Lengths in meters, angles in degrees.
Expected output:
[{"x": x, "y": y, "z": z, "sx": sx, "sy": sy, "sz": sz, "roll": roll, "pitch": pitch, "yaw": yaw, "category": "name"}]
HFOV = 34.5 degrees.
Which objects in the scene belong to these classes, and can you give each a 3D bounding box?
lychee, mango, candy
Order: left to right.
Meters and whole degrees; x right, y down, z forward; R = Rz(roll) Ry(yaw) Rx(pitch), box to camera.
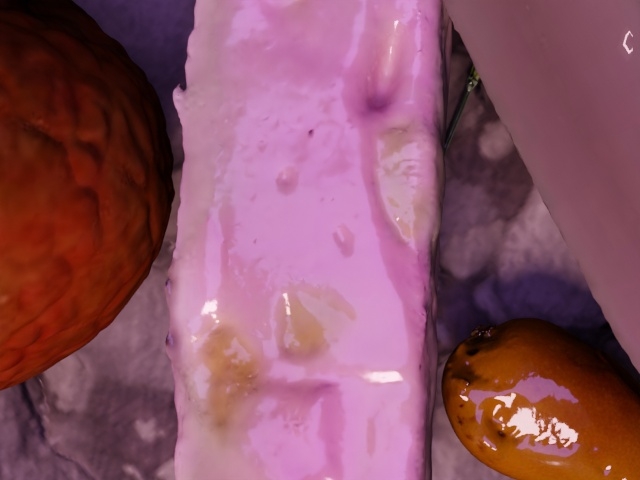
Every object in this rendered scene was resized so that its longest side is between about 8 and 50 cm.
[{"x": -0.186, "y": -0.047, "z": 0.448, "sx": 0.255, "sy": 0.255, "sz": 0.300, "roll": 35, "pitch": 121, "yaw": 7, "category": "lychee"}, {"x": 0.000, "y": 0.000, "z": 0.470, "sx": 0.115, "sy": 0.155, "sz": 0.265, "roll": 3, "pitch": 85, "yaw": 4, "category": "candy"}, {"x": 0.077, "y": -0.083, "z": 0.539, "sx": 0.023, "sy": 0.025, "sz": 0.083, "roll": 31, "pitch": 100, "yaw": 49, "category": "candy"}, {"x": 0.118, "y": 0.087, "z": 0.501, "sx": 0.127, "sy": 0.063, "sz": 0.077, "roll": 32, "pitch": 85, "yaw": 1, "category": "mango"}]

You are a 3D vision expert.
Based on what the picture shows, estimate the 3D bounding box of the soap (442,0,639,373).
[{"x": 0.218, "y": -0.080, "z": 0.414, "sx": 0.296, "sy": 0.107, "sz": 0.285, "roll": -24, "pitch": 86, "yaw": -28, "category": "soap"}]
